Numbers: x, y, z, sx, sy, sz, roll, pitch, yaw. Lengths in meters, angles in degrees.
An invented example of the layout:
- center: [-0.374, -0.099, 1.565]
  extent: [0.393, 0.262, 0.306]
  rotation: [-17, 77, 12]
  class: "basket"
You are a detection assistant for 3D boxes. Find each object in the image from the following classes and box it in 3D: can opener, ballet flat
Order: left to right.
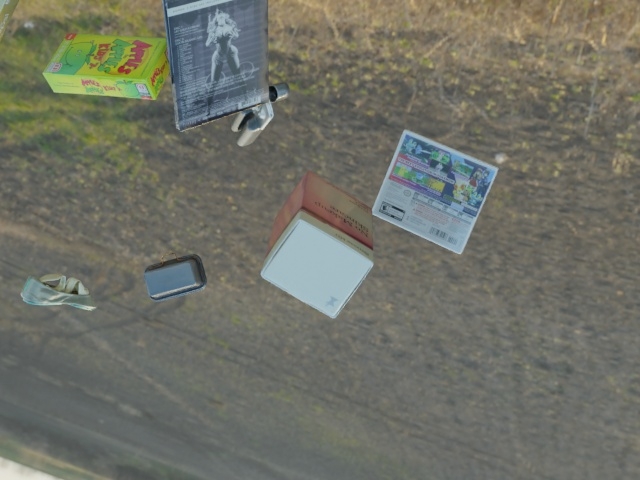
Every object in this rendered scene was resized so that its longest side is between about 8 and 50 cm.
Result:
- center: [-0.551, 0.109, 1.742]
  extent: [0.072, 0.068, 0.213]
  rotation: [20, -179, 28]
  class: "ballet flat"
- center: [-0.128, -0.277, 1.763]
  extent: [0.076, 0.095, 0.283]
  rotation: [67, 164, 0]
  class: "can opener"

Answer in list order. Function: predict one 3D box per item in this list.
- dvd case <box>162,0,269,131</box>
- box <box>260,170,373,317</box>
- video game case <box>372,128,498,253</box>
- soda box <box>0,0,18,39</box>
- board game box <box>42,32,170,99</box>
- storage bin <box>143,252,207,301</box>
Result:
- center: [-0.153, -0.283, 1.225]
  extent: [0.018, 0.164, 0.221]
  rotation: [48, 149, 36]
  class: "dvd case"
- center: [0.000, 0.000, 1.396]
  extent: [0.148, 0.127, 0.232]
  rotation: [31, -158, -11]
  class: "box"
- center: [0.222, -0.097, 1.585]
  extent: [0.201, 0.184, 0.023]
  rotation: [26, -166, 18]
  class: "video game case"
- center: [-0.500, -0.300, 1.161]
  extent: [0.061, 0.181, 0.058]
  rotation: [30, -163, -10]
  class: "soda box"
- center: [-0.325, -0.271, 1.246]
  extent: [0.181, 0.092, 0.043]
  rotation: [7, 146, 18]
  class: "board game box"
- center: [-0.327, 0.076, 1.776]
  extent: [0.135, 0.098, 0.091]
  rotation: [-15, 179, -4]
  class: "storage bin"
